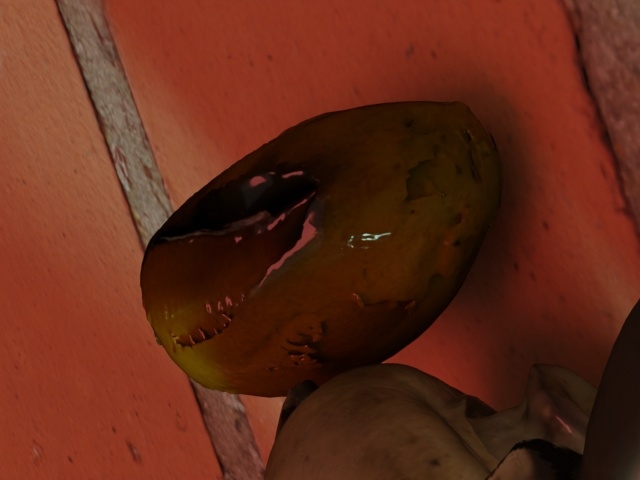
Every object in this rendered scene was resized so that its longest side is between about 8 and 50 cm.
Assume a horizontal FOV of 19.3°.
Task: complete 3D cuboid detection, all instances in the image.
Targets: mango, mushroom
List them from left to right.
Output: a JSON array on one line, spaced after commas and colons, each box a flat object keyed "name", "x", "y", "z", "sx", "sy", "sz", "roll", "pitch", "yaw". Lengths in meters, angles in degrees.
[{"name": "mango", "x": 0.000, "y": 0.000, "z": 1.012, "sx": 0.151, "sy": 0.156, "sz": 0.249, "roll": 30, "pitch": 140, "yaw": -20}, {"name": "mushroom", "x": 0.081, "y": 0.151, "z": 0.936, "sx": 0.255, "sy": 0.255, "sz": 0.184, "roll": 46, "pitch": 109, "yaw": 28}]

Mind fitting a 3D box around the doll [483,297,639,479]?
[{"name": "doll", "x": 0.227, "y": 0.192, "z": 0.661, "sx": 0.382, "sy": 0.252, "sz": 0.378, "roll": 28, "pitch": 120, "yaw": 0}]
